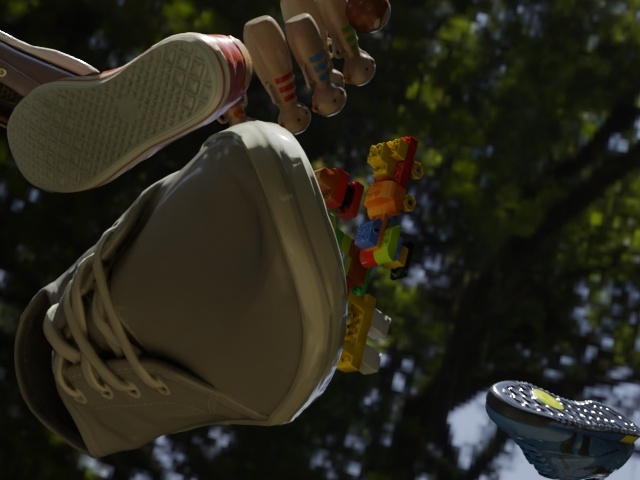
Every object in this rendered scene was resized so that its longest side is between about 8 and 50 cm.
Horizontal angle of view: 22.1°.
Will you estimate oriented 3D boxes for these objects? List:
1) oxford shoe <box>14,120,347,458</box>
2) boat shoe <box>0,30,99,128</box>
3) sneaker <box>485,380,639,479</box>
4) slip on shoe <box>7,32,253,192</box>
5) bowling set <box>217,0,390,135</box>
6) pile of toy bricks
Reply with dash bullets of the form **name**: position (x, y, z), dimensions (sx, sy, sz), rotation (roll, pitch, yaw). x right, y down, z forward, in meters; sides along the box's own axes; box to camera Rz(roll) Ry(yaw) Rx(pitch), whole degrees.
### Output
- **oxford shoe**: position (-0.101, 0.051, 1.027), dimensions (0.130, 0.169, 0.449), rotation (-12, -10, -24)
- **boat shoe**: position (-0.403, -0.193, 1.925), dimensions (0.305, 0.091, 0.109), rotation (19, -37, -5)
- **sneaker**: position (0.207, 0.180, 1.451), dimensions (0.209, 0.082, 0.069), rotation (19, 18, -47)
- **slip on shoe**: position (-0.201, -0.133, 1.701), dimensions (0.331, 0.123, 0.101), rotation (-20, 1, 37)
- **bowling set**: position (0.003, -0.209, 1.975), dimensions (0.200, 0.287, 0.154), rotation (-7, -65, 35)
- **pile of toy bricks**: position (0.000, 0.000, 1.288), dimensions (0.105, 0.212, 0.118), rotation (35, -34, -32)
